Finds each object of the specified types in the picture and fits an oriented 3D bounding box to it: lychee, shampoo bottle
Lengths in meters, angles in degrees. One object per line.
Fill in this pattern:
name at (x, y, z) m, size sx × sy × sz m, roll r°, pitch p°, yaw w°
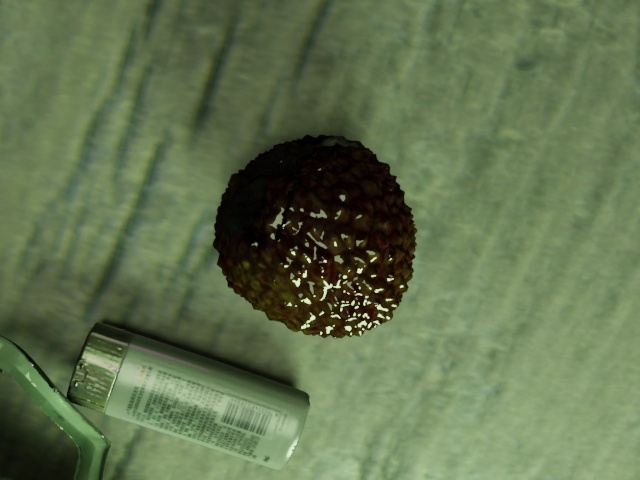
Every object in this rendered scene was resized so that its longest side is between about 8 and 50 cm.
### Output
lychee at (0.000, 0.000, 0.618) m, size 0.188 × 0.188 × 0.187 m, roll -1°, pitch 103°, yaw -4°
shampoo bottle at (-0.129, 0.157, 0.705) m, size 0.228 × 0.056 × 0.086 m, roll 20°, pitch 104°, yaw -8°

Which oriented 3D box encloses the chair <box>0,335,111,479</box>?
chair at (-0.315, 0.243, 0.627) m, size 0.204 × 0.274 × 0.190 m, roll -26°, pitch 126°, yaw 15°
